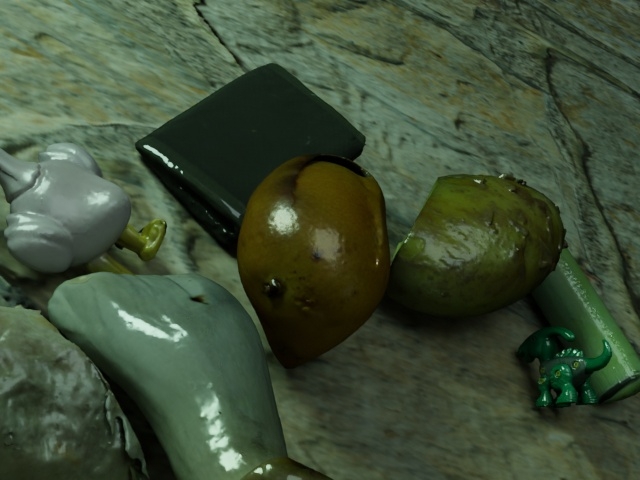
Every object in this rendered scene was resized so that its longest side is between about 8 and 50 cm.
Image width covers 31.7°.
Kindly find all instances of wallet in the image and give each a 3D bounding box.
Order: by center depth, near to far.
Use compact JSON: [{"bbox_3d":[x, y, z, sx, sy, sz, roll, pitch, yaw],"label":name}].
[{"bbox_3d":[-0.071,-0.103,1.262,0.168,0.052,0.245,42,48,11],"label":"wallet"}]

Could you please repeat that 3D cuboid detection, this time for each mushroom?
[{"bbox_3d":[-0.099,0.136,0.906,0.159,0.122,0.329,-18,40,-20],"label":"mushroom"}]

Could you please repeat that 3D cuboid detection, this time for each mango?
[{"bbox_3d":[0.000,0.000,1.134,0.166,0.136,0.236,59,28,-16],"label":"mango"}]

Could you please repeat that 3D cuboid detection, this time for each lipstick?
[{"bbox_3d":[0.312,0.070,1.444,0.076,0.076,0.304,1,51,-42],"label":"lipstick"}]

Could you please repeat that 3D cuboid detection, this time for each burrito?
[{"bbox_3d":[-0.278,0.116,0.822,0.347,0.107,0.175,14,63,-30],"label":"burrito"}]

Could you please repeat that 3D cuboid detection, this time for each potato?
[{"bbox_3d":[0.179,0.002,1.333,0.176,0.141,0.298,37,32,28],"label":"potato"}]

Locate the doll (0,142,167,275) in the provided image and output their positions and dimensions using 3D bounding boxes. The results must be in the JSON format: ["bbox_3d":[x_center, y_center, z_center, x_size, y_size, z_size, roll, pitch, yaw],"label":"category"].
[{"bbox_3d":[-0.302,-0.069,1.008,0.365,0.094,0.160,29,40,-17],"label":"doll"}]

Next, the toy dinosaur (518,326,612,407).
[{"bbox_3d":[0.284,0.144,1.309,0.059,0.132,0.096,7,70,-39],"label":"toy dinosaur"}]
